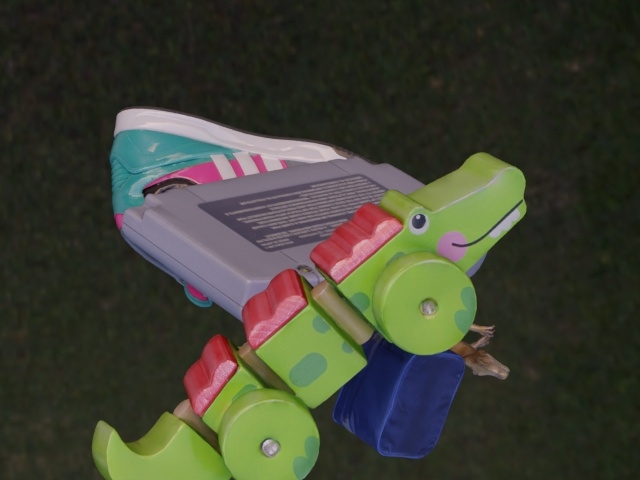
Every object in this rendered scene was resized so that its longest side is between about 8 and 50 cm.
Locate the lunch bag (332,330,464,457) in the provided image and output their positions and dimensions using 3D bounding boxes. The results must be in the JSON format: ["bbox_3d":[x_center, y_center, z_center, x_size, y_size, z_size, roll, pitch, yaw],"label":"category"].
[{"bbox_3d":[0.056,0.106,1.329,0.067,0.065,0.098,15,99,-45],"label":"lunch bag"}]

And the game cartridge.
[{"bbox_3d":[0.000,0.000,1.575,0.297,0.198,0.062,-12,128,-41],"label":"game cartridge"}]

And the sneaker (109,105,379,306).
[{"bbox_3d":[-0.075,-0.017,1.785,0.295,0.178,0.124,12,165,-5],"label":"sneaker"}]

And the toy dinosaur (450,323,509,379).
[{"bbox_3d":[0.078,0.088,1.469,0.183,0.092,0.053,-8,107,36],"label":"toy dinosaur"}]

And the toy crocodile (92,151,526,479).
[{"bbox_3d":[-0.003,0.059,1.189,0.340,0.115,0.105,-42,110,2],"label":"toy crocodile"}]
